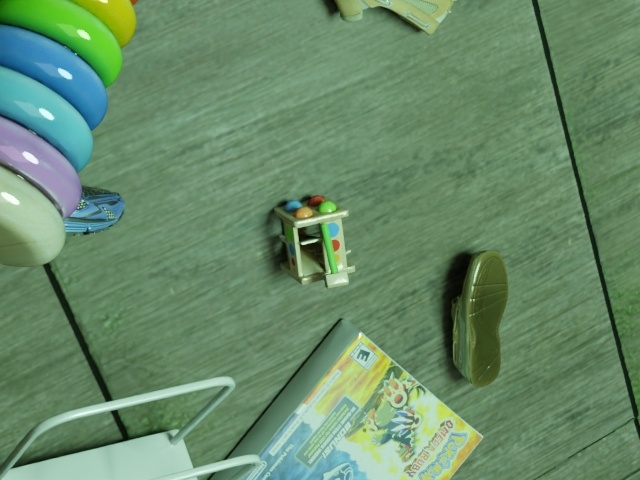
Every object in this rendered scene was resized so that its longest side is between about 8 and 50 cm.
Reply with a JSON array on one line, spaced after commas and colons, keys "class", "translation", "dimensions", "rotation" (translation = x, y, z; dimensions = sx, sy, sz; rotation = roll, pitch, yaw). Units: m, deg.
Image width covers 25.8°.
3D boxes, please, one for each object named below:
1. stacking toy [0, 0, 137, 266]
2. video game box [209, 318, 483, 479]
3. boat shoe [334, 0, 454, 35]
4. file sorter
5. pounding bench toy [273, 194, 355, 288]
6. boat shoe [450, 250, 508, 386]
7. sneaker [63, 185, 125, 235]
[{"class": "stacking toy", "translation": [-0.196, -0.152, 1.031], "dimensions": [0.141, 0.141, 0.330], "rotation": [33, 65, -28]}, {"class": "video game box", "translation": [0.025, 0.208, 1.307], "dimensions": [0.187, 0.048, 0.205], "rotation": [41, 86, -30]}, {"class": "boat shoe", "translation": [0.033, -0.219, 1.180], "dimensions": [0.190, 0.068, 0.072], "rotation": [16, 109, -27]}, {"class": "file sorter", "translation": [-0.125, 0.272, 1.092], "dimensions": [0.193, 0.173, 0.277], "rotation": [-10, 69, -34]}, {"class": "pounding bench toy", "translation": [0.000, 0.000, 1.214], "dimensions": [0.052, 0.083, 0.065], "rotation": [-13, 110, -20]}, {"class": "boat shoe", "translation": [0.144, 0.071, 1.320], "dimensions": [0.050, 0.045, 0.135], "rotation": [-7, 110, -33]}, {"class": "sneaker", "translation": [-0.251, -0.060, 1.090], "dimensions": [0.221, 0.083, 0.087], "rotation": [18, 90, -30]}]
